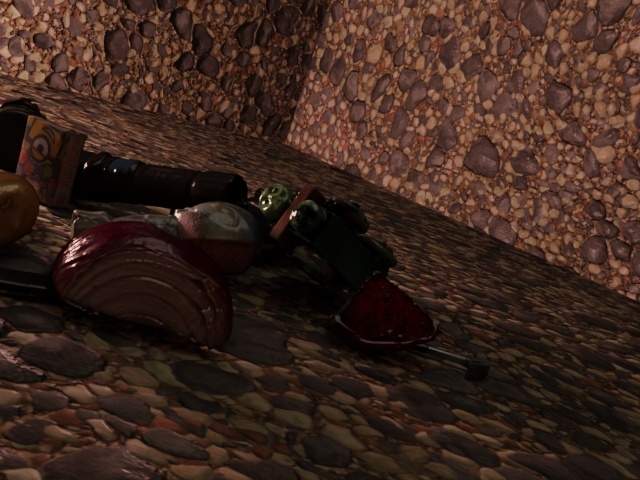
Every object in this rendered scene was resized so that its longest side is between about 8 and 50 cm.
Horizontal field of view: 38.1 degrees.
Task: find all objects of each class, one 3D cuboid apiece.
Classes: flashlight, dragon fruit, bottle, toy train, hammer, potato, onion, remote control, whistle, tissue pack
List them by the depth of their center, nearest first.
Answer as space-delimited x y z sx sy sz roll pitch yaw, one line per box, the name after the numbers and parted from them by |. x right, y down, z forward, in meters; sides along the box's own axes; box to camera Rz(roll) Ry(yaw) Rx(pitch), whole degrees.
-0.342 0.068 1.223 0.245 0.025 0.063 12 16 -29 | remote control
-0.228 0.028 1.260 0.250 0.111 0.247 16 18 -12 | onion
-0.476 -0.045 1.359 0.109 0.118 0.178 52 -19 -22 | potato
0.097 0.140 1.483 0.161 0.120 0.127 39 -15 11 | dragon fruit
0.161 0.176 1.535 0.246 0.029 0.103 18 9 4 | hammer
-0.239 -0.003 1.554 0.346 0.134 0.142 4 17 -20 | whistle
0.000 0.000 1.656 0.221 0.150 0.304 31 -10 37 | toy train
-0.507 -0.147 1.732 0.108 0.148 0.060 23 12 29 | tissue pack
-0.324 -0.106 1.736 0.423 0.103 0.103 9 5 25 | flashlight
-0.647 -0.234 1.980 0.156 0.143 0.271 15 9 -20 | bottle

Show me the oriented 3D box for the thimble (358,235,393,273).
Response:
0.080 0.041 1.938 0.135 0.090 0.118 14 8 -12 | thimble

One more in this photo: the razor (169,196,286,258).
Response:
-0.144 -0.030 1.859 0.189 0.107 0.326 25 15 34 | razor
